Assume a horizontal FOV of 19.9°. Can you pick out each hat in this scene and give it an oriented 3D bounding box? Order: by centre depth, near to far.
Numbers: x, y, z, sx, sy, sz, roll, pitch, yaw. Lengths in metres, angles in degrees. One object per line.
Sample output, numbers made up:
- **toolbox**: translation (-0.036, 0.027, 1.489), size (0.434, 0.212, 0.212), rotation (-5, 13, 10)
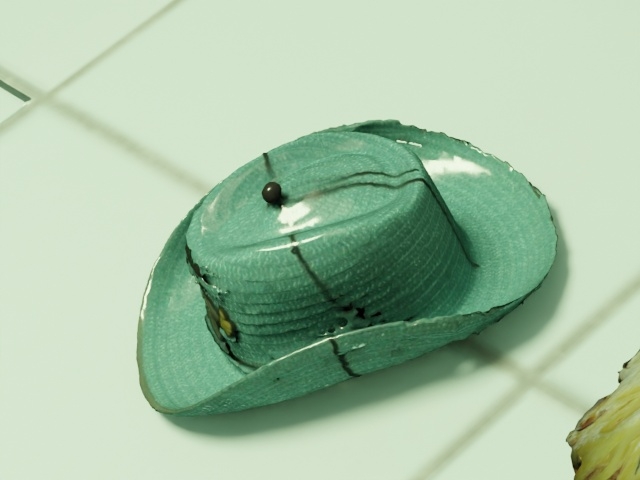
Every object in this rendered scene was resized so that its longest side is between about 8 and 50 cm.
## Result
- **hat**: translation (0.000, 0.000, 0.755), size (0.191, 0.078, 0.138), rotation (-23, 41, 0)

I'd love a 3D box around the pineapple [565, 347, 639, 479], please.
- **pineapple**: translation (0.174, 0.075, 0.554), size (0.176, 0.137, 0.161), rotation (-37, 5, 42)
